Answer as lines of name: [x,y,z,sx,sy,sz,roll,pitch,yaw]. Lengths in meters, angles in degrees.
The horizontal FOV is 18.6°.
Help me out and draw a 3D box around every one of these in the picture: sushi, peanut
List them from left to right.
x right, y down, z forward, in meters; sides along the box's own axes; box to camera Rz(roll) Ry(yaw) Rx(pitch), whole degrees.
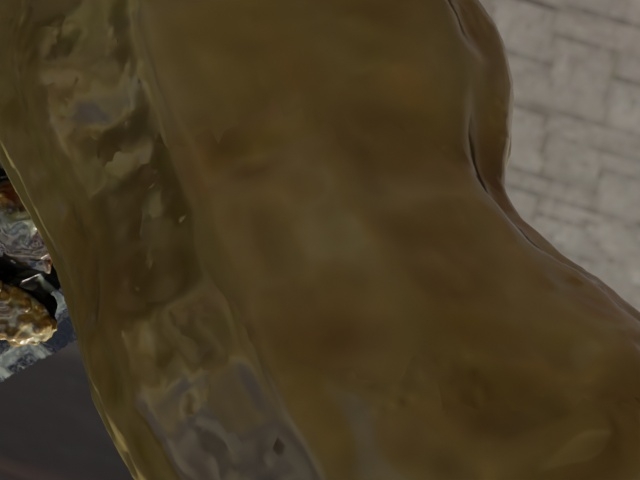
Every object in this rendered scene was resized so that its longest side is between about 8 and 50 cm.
sushi: [-0.212,0.015,1.184,0.210,0.040,0.193,-26,120,20]
peanut: [0.000,0.000,0.532,0.147,0.306,0.147,-19,150,-12]
